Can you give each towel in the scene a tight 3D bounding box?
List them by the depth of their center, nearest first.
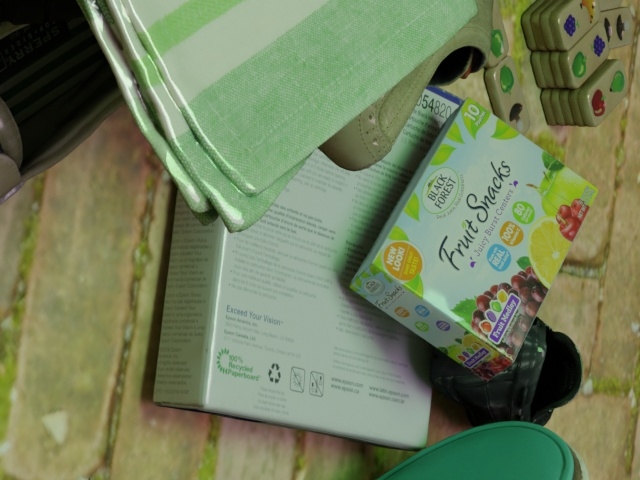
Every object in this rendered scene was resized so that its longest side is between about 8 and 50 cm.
[{"bbox_3d":[-0.048,-0.195,0.769,0.248,0.038,0.325,-44,115,-46],"label":"towel"}]

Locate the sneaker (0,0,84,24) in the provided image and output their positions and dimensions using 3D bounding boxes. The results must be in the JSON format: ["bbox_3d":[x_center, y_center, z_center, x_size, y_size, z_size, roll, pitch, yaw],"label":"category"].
[{"bbox_3d":[-0.211,-0.144,0.750,0.283,0.124,0.107,-9,135,-39],"label":"sneaker"}]

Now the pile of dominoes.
[{"bbox_3d":[0.162,-0.205,1.266,0.196,0.040,0.251,-44,126,-41],"label":"pile of dominoes"}]

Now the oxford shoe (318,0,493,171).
[{"bbox_3d":[0.043,-0.148,1.009,0.130,0.123,0.348,58,37,-14],"label":"oxford shoe"}]

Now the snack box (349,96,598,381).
[{"bbox_3d":[0.092,-0.002,1.077,0.100,0.037,0.141,34,56,-5],"label":"snack box"}]

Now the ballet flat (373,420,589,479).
[{"bbox_3d":[0.012,0.256,1.041,0.400,0.139,0.139,-39,123,-34],"label":"ballet flat"}]

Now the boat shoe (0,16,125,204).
[{"bbox_3d":[-0.173,-0.052,0.796,0.302,0.094,0.109,-48,128,-39],"label":"boat shoe"}]

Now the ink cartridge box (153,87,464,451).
[{"bbox_3d":[0.000,0.000,1.065,0.223,0.045,0.224,20,76,-52],"label":"ink cartridge box"}]

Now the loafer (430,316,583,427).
[{"bbox_3d":[0.131,0.089,1.182,0.223,0.078,0.076,38,60,-69],"label":"loafer"}]
